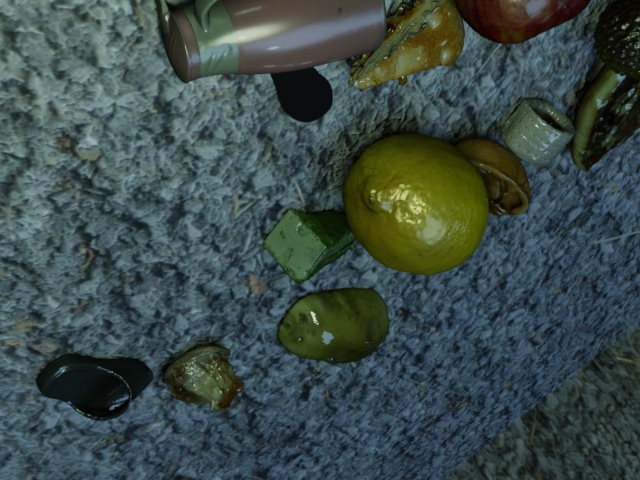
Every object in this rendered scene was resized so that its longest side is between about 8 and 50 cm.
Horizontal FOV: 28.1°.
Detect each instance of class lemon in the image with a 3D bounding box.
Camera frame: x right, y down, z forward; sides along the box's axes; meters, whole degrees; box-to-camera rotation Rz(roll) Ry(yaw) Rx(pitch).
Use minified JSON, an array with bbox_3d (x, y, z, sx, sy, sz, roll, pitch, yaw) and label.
[{"bbox_3d":[0.157,-0.058,2.084,0.236,0.236,0.263,-32,158,-8],"label":"lemon"}]

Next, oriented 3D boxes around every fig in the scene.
[{"bbox_3d":[0.270,-0.405,1.760,0.204,0.186,0.249,-20,118,1],"label":"fig"}]

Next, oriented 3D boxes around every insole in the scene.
[{"bbox_3d":[-0.033,-0.229,1.840,0.080,0.003,0.232,-36,153,0],"label":"insole"}]

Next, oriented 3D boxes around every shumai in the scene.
[{"bbox_3d":[-0.202,0.259,2.296,0.146,0.116,0.145,-27,153,-15],"label":"shumai"}]

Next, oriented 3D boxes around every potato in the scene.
[{"bbox_3d":[0.042,0.182,2.470,0.272,0.111,0.160,1,133,-51],"label":"potato"}]

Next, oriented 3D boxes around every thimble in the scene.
[{"bbox_3d":[0.387,-0.192,2.285,0.115,0.102,0.090,23,123,-23],"label":"thimble"}]

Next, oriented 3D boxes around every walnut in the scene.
[{"bbox_3d":[0.301,-0.126,2.263,0.087,0.167,0.211,-63,150,-15],"label":"walnut"}]

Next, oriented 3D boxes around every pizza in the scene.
[{"bbox_3d":[0.118,-0.285,1.861,0.194,0.069,0.154,-30,153,1],"label":"pizza"}]

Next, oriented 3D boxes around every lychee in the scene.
[{"bbox_3d":[0.547,-0.346,2.164,0.171,0.171,0.171,-28,152,-16],"label":"lychee"}]

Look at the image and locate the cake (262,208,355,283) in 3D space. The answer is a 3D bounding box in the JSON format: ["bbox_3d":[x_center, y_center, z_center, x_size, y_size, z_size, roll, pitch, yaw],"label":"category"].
[{"bbox_3d":[-0.001,-0.012,2.195,0.100,0.099,0.235,-52,170,26],"label":"cake"}]

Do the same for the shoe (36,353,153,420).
[{"bbox_3d":[-0.365,0.257,2.132,0.108,0.093,0.241,-46,150,15],"label":"shoe"}]

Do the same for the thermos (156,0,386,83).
[{"bbox_3d":[-0.064,-0.279,1.577,0.265,0.146,0.176,-18,155,-20],"label":"thermos"}]

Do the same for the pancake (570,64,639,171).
[{"bbox_3d":[0.604,-0.318,2.402,0.305,0.067,0.426,-31,153,-27],"label":"pancake"}]
